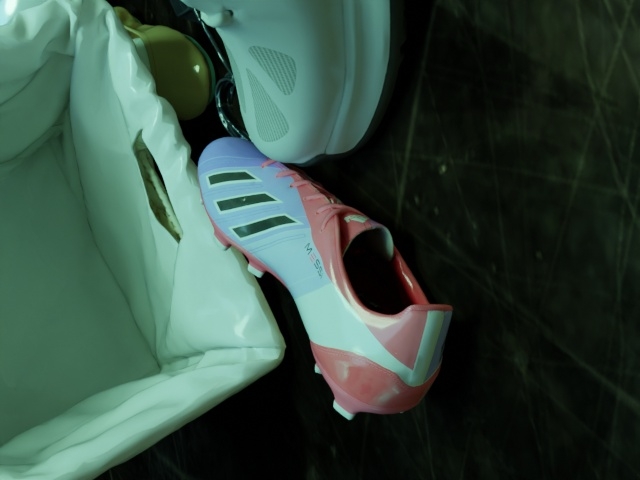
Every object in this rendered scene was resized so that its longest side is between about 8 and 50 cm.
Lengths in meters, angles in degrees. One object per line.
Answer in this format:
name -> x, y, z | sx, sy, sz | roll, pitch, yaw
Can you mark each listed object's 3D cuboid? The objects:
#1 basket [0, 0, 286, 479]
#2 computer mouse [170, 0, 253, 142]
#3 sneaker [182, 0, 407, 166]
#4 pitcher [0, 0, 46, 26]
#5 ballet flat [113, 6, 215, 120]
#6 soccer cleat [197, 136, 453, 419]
basket -> -0.261, 0.037, 0.898 | 0.328, 0.331, 0.266 | 63, 158, 0
computer mouse -> -0.073, -0.164, 0.841 | 0.071, 0.041, 0.242 | -44, 66, 58
sneaker -> -0.108, -0.201, 0.569 | 0.169, 0.258, 0.447 | 50, 156, 45
pitcher -> -0.263, -0.239, 1.105 | 0.178, 0.126, 0.207 | 39, 121, 49
ballet flat -> -0.165, -0.151, 0.980 | 0.232, 0.073, 0.080 | 33, 128, 56
soccer cleat -> 0.000, 0.000, 0.698 | 0.248, 0.083, 0.095 | 56, 134, 38
